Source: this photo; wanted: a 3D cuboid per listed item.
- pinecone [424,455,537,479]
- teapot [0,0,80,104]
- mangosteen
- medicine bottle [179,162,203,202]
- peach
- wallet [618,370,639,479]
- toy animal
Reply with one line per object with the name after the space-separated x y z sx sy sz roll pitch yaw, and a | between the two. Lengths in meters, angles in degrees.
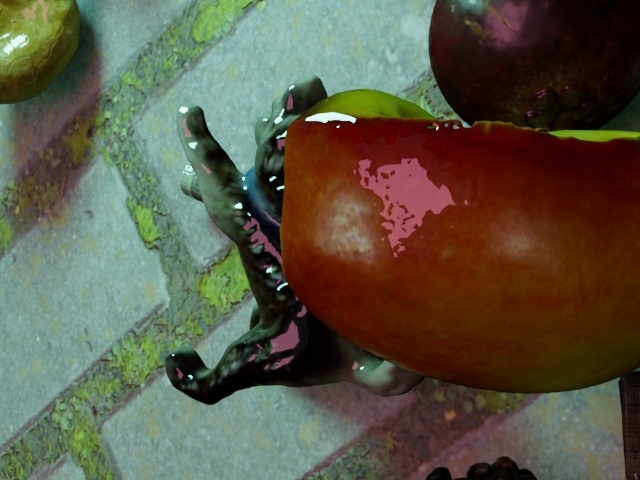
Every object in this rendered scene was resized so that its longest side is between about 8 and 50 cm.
0.126 0.350 1.469 0.292 0.246 0.246 -45 61 49 | pinecone
-0.405 -0.283 1.946 0.311 0.203 0.167 -62 11 -6 | teapot
0.200 -0.216 1.448 0.215 0.215 0.257 -37 48 31 | mangosteen
-0.119 -0.061 1.778 0.083 0.047 0.047 23 103 36 | medicine bottle
0.144 0.008 1.339 0.380 0.306 0.242 13 87 0 | peach
0.339 0.235 1.417 0.124 0.042 0.230 -6 83 40 | wallet
0.000 0.000 1.600 0.302 0.194 0.344 1 92 43 | toy animal
